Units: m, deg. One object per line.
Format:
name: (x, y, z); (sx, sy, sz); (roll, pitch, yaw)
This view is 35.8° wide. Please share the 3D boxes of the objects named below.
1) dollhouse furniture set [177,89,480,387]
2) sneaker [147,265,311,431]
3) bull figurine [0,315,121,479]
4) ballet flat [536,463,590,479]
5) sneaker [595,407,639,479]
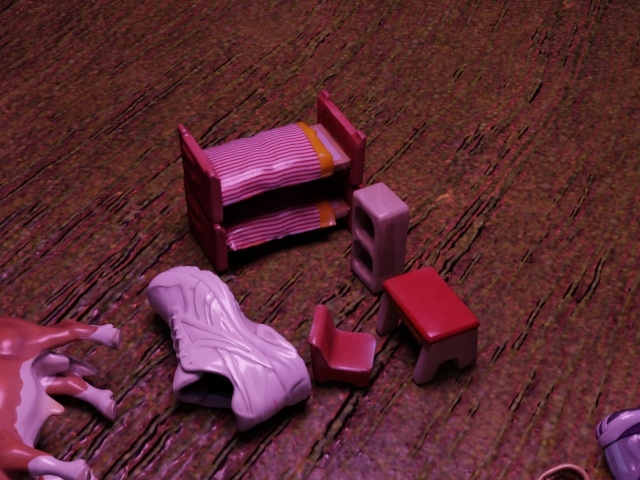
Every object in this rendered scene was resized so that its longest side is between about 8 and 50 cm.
dollhouse furniture set: (0.000, 0.000, 1.121); (0.201, 0.152, 0.374); (-18, 44, -20)
sneaker: (-0.123, 0.112, 1.043); (0.115, 0.090, 0.232); (-34, 50, -29)
bull figurine: (-0.300, 0.189, 0.941); (0.188, 0.101, 0.310); (3, 42, -3)
ballet flat: (0.164, 0.264, 0.843); (0.080, 0.073, 0.232); (33, 40, 20)
sneaker: (0.382, 0.210, 0.954); (0.224, 0.083, 0.098); (-6, 61, 0)
